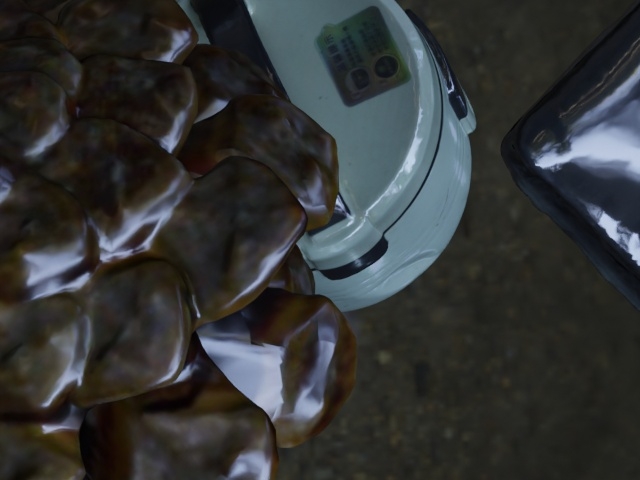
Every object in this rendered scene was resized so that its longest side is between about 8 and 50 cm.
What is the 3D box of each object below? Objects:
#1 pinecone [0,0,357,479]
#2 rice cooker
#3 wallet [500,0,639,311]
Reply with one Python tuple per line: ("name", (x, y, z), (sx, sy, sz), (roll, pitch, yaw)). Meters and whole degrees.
("pinecone", (-0.089, 0.023, 0.562), (0.202, 0.201, 0.229), (5, 62, -5))
("rice cooker", (-0.011, -0.071, 1.213), (0.244, 0.226, 0.226), (37, 54, -69))
("wallet", (0.262, -0.108, 0.736), (0.197, 0.051, 0.377), (43, 90, -16))
